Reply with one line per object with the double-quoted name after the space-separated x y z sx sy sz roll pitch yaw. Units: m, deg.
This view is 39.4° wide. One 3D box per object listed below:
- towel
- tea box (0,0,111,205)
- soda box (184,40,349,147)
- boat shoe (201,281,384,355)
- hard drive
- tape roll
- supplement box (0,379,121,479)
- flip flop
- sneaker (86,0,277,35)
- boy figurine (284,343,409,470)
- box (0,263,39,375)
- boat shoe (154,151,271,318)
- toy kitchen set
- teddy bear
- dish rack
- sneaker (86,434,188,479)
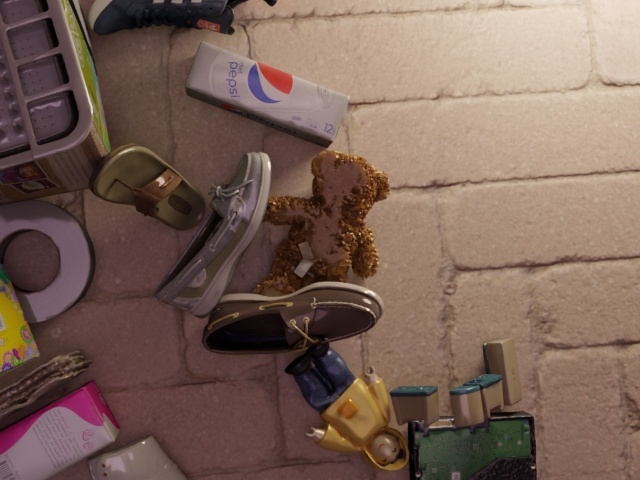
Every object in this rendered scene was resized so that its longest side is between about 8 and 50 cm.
-0.530 0.275 1.527 0.282 0.187 0.049 -30 88 -5 "towel"
-0.482 -0.264 1.439 0.220 0.329 0.323 -10 78 -7 "tea box"
-0.098 -0.263 1.627 0.286 0.098 0.091 20 87 -5 "soda box"
-0.051 0.146 1.564 0.325 0.096 0.116 -4 121 17 "boat shoe"
0.287 0.497 1.675 0.237 0.064 0.338 -3 90 -6 "hard drive"
-0.515 0.037 1.589 0.219 0.072 0.219 0 90 -6 "tape roll"
-0.478 0.350 1.568 0.220 0.114 0.111 -28 91 -5 "supplement box"
-0.280 -0.078 1.528 0.080 0.277 0.112 37 91 35 "flip flop"
-0.236 -0.420 1.596 0.350 0.131 0.148 -25 88 -6 "sneaker"
0.053 0.319 1.638 0.177 0.092 0.285 -38 91 -13 "boy figurine"
-0.667 0.183 1.420 0.279 0.290 0.177 -21 92 16 "box"
-0.184 -0.018 1.585 0.103 0.118 0.320 24 101 -23 "boat shoe"
0.250 0.260 1.657 0.166 0.207 0.122 -8 91 36 "toy kitchen set"
0.000 0.000 1.641 0.245 0.113 0.337 4 96 1 "teddy bear"
-0.493 -0.207 1.218 0.333 0.072 0.285 -17 79 -7 "dish rack"
-0.387 0.471 1.587 0.293 0.108 0.169 -35 91 -15 "sneaker"
